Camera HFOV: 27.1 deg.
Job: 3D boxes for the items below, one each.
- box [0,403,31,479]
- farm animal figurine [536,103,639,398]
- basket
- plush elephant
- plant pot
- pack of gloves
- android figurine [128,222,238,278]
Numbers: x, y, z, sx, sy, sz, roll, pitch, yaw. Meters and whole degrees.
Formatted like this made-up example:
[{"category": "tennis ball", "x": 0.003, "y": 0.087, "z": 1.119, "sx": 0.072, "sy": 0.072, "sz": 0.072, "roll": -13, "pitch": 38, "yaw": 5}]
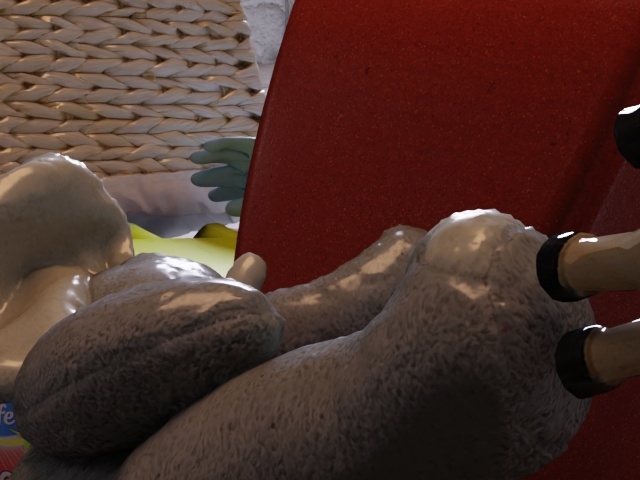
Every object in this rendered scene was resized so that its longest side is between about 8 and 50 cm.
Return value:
[{"category": "box", "x": -0.171, "y": 0.094, "z": 0.833, "sx": 0.256, "sy": 0.128, "sz": 0.122, "roll": 8, "pitch": 15, "yaw": 30}, {"category": "farm animal figurine", "x": 0.094, "y": 0.111, "z": 0.251, "sx": 0.326, "sy": 0.330, "sz": 0.172, "roll": -13, "pitch": -4, "yaw": -28}, {"category": "basket", "x": -0.259, "y": -0.122, "z": 1.279, "sx": 0.331, "sy": 0.267, "sz": 0.328, "roll": -4, "pitch": -6, "yaw": -38}, {"category": "plush elephant", "x": -0.032, "y": 0.087, "z": 0.546, "sx": 0.330, "sy": 0.272, "sz": 0.255, "roll": -21, "pitch": 35, "yaw": 15}, {"category": "plant pot", "x": 0.103, "y": 0.030, "z": 0.750, "sx": 0.267, "sy": 0.236, "sz": 0.267, "roll": 14, "pitch": -16, "yaw": 47}, {"category": "pack of gloves", "x": 0.000, "y": 0.000, "z": 1.128, "sx": 0.232, "sy": 0.195, "sz": 0.046, "roll": 6, "pitch": 48, "yaw": 18}, {"category": "android figurine", "x": -0.047, "y": 0.035, "z": 0.985, "sx": 0.248, "sy": 0.056, "sz": 0.273, "roll": 0, "pitch": 13, "yaw": -35}]
